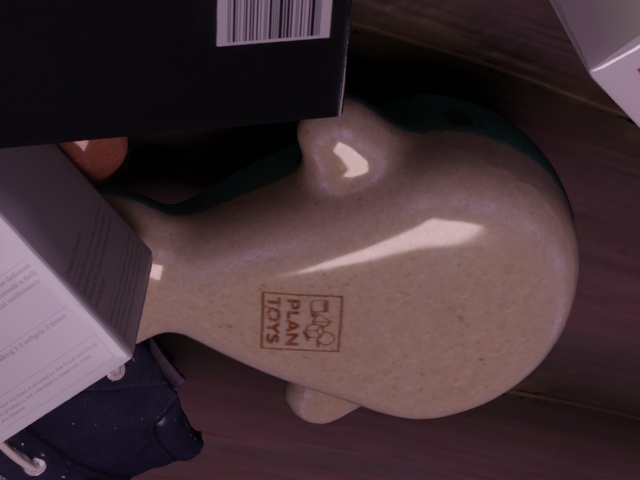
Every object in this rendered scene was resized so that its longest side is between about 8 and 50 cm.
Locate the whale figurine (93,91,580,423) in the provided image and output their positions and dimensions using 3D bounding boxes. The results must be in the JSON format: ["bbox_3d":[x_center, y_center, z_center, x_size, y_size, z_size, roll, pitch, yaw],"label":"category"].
[{"bbox_3d":[0.000,0.000,1.009,0.272,0.141,0.216,-1,129,-3],"label":"whale figurine"}]

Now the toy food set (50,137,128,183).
[{"bbox_3d":[-0.159,-0.064,0.937,0.218,0.071,0.128,-21,139,8],"label":"toy food set"}]

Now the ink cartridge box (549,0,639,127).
[{"bbox_3d":[0.247,-0.140,0.923,0.237,0.100,0.172,-30,145,19],"label":"ink cartridge box"}]

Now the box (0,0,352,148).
[{"bbox_3d":[-0.131,-0.134,0.778,0.261,0.184,0.103,-6,141,-9],"label":"box"}]

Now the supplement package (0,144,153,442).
[{"bbox_3d":[-0.177,-0.007,0.875,0.105,0.105,0.179,-32,113,18],"label":"supplement package"}]

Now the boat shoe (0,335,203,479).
[{"bbox_3d":[-0.186,0.052,1.041,0.158,0.127,0.340,-25,147,4],"label":"boat shoe"}]
